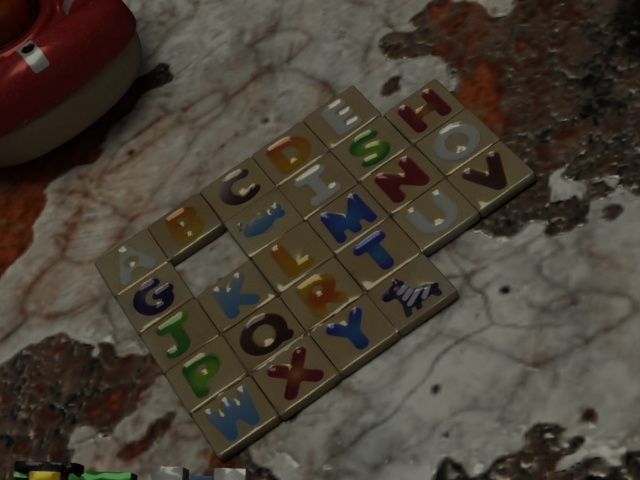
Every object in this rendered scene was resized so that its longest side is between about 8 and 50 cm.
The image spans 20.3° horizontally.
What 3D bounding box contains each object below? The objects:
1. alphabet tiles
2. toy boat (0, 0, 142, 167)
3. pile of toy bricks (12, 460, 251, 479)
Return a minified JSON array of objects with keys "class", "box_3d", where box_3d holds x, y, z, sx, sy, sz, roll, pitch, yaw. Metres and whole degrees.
[{"class":"alphabet tiles","box_3d":[0.000,0.000,1.038,0.237,0.009,0.198,-35,42,-5]},{"class":"toy boat","box_3d":[-0.224,-0.159,1.207,0.151,0.151,0.231,-37,43,-7]},{"class":"pile of toy bricks","box_3d":[-0.128,0.169,0.898,0.212,0.118,0.105,1,77,9]}]
